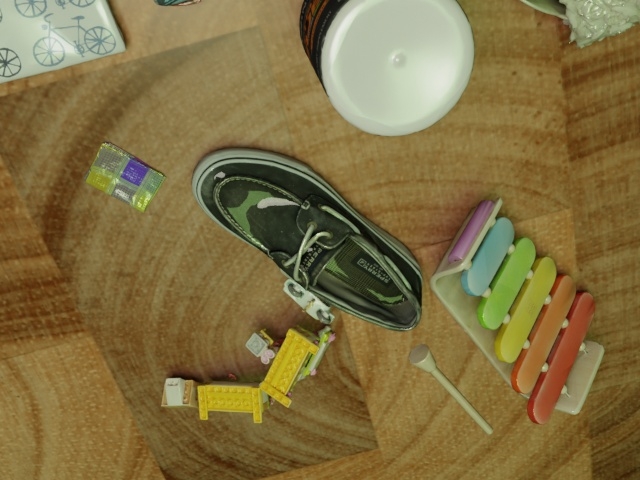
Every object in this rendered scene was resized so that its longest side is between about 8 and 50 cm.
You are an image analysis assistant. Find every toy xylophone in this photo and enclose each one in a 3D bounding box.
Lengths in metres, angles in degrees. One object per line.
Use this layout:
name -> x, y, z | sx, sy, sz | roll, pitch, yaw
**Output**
toy xylophone -> 0.241, 0.114, 0.877 | 0.322, 0.081, 0.236 | 40, 65, -29

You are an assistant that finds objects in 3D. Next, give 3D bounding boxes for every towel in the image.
towel -> -0.236, -0.075, 0.818 | 0.083, 0.009, 0.060 | 31, 110, -20

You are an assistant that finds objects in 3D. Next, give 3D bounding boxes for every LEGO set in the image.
LEGO set -> -0.078, 0.171, 0.937 | 0.287, 0.107, 0.132 | -41, 80, 19

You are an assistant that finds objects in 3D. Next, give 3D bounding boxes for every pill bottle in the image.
pill bottle -> 0.049, -0.197, 0.653 | 0.130, 0.246, 0.130 | -3, 117, -6

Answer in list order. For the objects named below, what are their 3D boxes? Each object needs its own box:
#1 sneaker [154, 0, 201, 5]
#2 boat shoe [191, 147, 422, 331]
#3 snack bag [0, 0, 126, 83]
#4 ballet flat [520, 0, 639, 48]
sneaker -> -0.186, -0.337, 0.635 | 0.125, 0.104, 0.262 | -30, 117, 12
boat shoe -> 0.000, 0.000, 0.822 | 0.335, 0.119, 0.121 | 28, 111, -19
snack bag -> -0.397, -0.312, 0.661 | 0.323, 0.037, 0.343 | -13, 118, 1
ballet flat -> 0.185, -0.335, 0.668 | 0.409, 0.147, 0.147 | 36, 108, -22
